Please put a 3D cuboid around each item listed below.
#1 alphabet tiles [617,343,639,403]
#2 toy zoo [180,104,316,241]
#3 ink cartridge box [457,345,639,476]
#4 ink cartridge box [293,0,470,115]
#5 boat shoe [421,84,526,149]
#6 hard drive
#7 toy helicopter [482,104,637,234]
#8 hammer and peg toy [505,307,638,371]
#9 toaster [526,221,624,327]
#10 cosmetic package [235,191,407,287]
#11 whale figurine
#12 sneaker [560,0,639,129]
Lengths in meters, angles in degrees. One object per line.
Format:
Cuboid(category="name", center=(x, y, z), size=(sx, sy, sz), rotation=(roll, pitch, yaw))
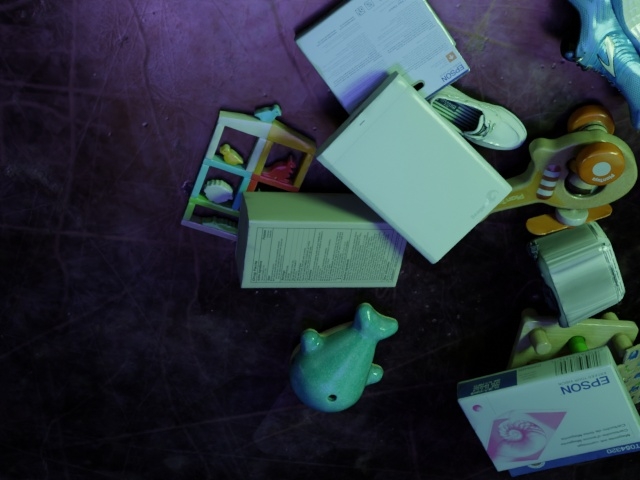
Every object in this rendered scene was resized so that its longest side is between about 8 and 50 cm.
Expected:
Cuboid(category="alphabet tiles", center=(0.693, 0.282, 1.796), size=(0.237, 0.009, 0.198), rotation=(-17, 130, -22))
Cuboid(category="toy zoo", center=(-0.132, -0.125, 1.591), size=(0.192, 0.030, 0.293), rotation=(18, 121, -14))
Cuboid(category="ink cartridge box", center=(0.501, 0.392, 1.779), size=(0.324, 0.071, 0.330), rotation=(-20, 119, 23))
Cuboid(category="ink cartridge box", center=(0.107, -0.326, 1.451), size=(0.223, 0.045, 0.224), rotation=(-32, 112, 17))
Cuboid(category="boat shoe", center=(0.280, -0.213, 1.527), size=(0.226, 0.075, 0.083), rotation=(20, 120, -16))
Cuboid(category="hard drive", center=(0.169, -0.123, 1.497), size=(0.307, 0.040, 0.203), rotation=(41, 102, -21))
Cuboid(category="toy helicopter", center=(0.422, -0.094, 1.607), size=(0.355, 0.140, 0.235), rotation=(-16, 132, 20))
Cuboid(category="hammer and peg toy", center=(0.589, 0.284, 1.840), size=(0.361, 0.127, 0.265), rotation=(4, 123, -6))
Cuboid(category="toaster", center=(0.513, 0.058, 1.691), size=(0.146, 0.129, 0.227), rotation=(-24, 120, 8))
Cuboid(category="cosmetic package", center=(0.000, 0.000, 1.607), size=(0.310, 0.113, 0.160), rotation=(2, 124, -14))
Cuboid(category="whale figurine", center=(0.050, 0.259, 1.789), size=(0.216, 0.141, 0.272), rotation=(33, 115, -22))
Cuboid(category="sneaker", center=(0.495, -0.332, 1.446), size=(0.147, 0.129, 0.330), rotation=(-22, 114, 20))
